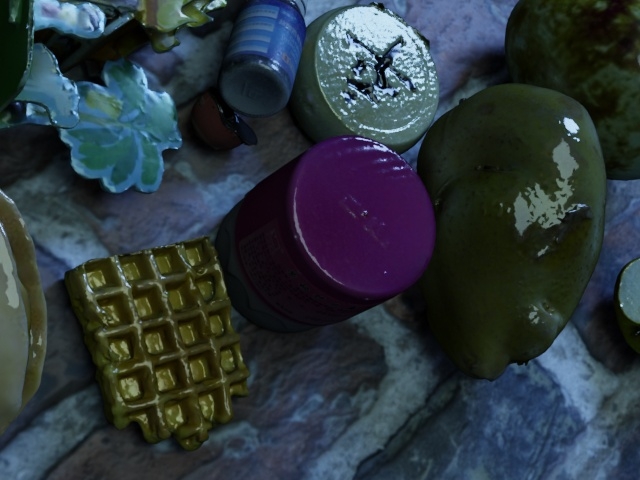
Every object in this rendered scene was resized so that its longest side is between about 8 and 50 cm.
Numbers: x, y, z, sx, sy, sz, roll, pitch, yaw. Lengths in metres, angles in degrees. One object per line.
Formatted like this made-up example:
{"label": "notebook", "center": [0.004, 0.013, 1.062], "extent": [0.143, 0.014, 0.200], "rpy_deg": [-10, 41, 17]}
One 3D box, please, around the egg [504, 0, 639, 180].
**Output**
{"label": "egg", "center": [0.362, -0.210, 1.548], "extent": [0.289, 0.238, 0.238], "rpy_deg": [45, 57, 11]}

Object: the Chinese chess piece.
{"label": "Chinese chess piece", "center": [0.051, -0.185, 1.453], "extent": [0.188, 0.083, 0.188], "rpy_deg": [10, 71, -29]}

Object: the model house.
{"label": "model house", "center": [-0.201, -0.237, 1.241], "extent": [0.312, 0.242, 0.358], "rpy_deg": [7, 70, -31]}

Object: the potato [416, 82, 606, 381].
{"label": "potato", "center": [0.214, -0.010, 1.420], "extent": [0.218, 0.202, 0.351], "rpy_deg": [4, 76, 8]}

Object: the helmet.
{"label": "helmet", "center": [-0.113, -0.124, 1.360], "extent": [0.084, 0.049, 0.065], "rpy_deg": [48, 12, -27]}

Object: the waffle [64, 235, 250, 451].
{"label": "waffle", "center": [-0.159, 0.112, 1.258], "extent": [0.160, 0.055, 0.211], "rpy_deg": [-12, 82, -32]}

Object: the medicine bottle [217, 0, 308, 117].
{"label": "medicine bottle", "center": [-0.059, -0.231, 1.382], "extent": [0.083, 0.083, 0.203], "rpy_deg": [28, 45, -20]}

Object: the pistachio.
{"label": "pistachio", "center": [-0.367, 0.039, 1.071], "extent": [0.238, 0.229, 0.321], "rpy_deg": [-30, 98, 9]}

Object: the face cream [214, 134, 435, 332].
{"label": "face cream", "center": [0.000, 0.000, 1.300], "extent": [0.175, 0.195, 0.175], "rpy_deg": [10, 69, -27]}

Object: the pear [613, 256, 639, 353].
{"label": "pear", "center": [0.439, 0.090, 1.573], "extent": [0.141, 0.104, 0.141], "rpy_deg": [-2, 58, 4]}
